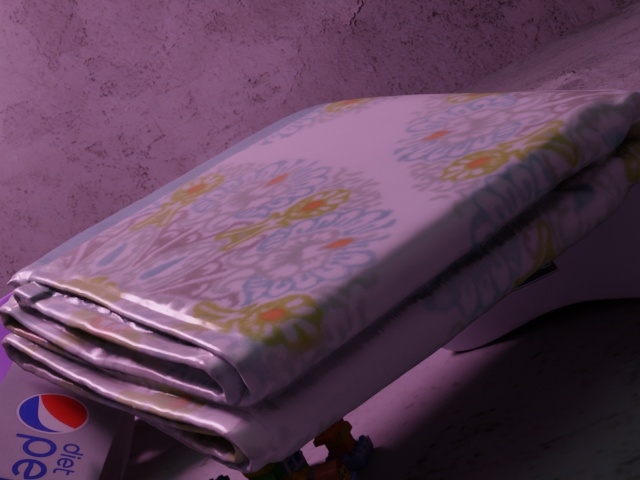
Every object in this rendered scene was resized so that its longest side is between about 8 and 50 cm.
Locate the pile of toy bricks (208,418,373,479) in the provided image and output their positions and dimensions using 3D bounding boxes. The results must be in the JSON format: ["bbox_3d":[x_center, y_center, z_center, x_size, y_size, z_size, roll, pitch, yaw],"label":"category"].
[{"bbox_3d":[-0.036,0.139,0.721,0.118,0.105,0.212,-24,10,21],"label":"pile of toy bricks"}]

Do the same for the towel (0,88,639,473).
[{"bbox_3d":[0.000,0.000,0.763,0.374,0.090,0.320,-34,26,-30],"label":"towel"}]

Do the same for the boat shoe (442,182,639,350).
[{"bbox_3d":[0.201,-0.002,0.858,0.301,0.108,0.102,-30,7,39],"label":"boat shoe"}]

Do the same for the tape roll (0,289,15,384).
[{"bbox_3d":[-0.201,0.083,1.122,0.275,0.090,0.275,-24,-11,-5],"label":"tape roll"}]

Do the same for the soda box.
[{"bbox_3d":[-0.188,0.177,0.724,0.091,0.098,0.286,11,23,-3],"label":"soda box"}]
